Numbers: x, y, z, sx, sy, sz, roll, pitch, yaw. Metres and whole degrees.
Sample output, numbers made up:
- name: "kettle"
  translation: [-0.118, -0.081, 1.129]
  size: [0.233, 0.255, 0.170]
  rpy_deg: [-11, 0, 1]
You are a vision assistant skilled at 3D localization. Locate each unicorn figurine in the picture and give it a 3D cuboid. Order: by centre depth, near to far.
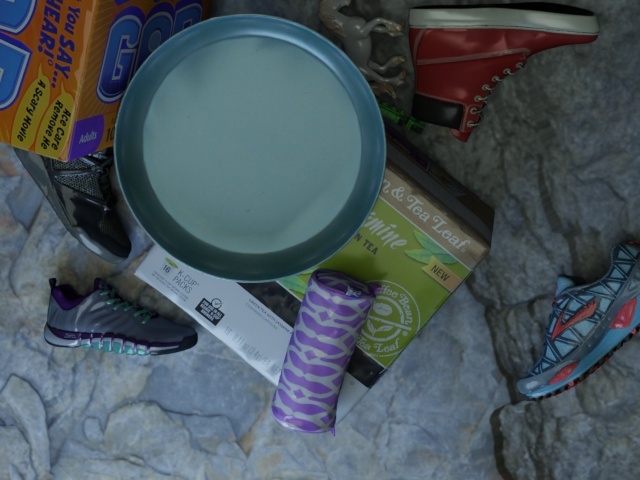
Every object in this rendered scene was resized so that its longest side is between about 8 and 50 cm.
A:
- name: "unicorn figurine"
  translation: [0.055, -0.260, 1.782]
  size: [0.111, 0.060, 0.162]
  rpy_deg: [-1, 103, 9]

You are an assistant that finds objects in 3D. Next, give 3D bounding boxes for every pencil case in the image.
- name: "pencil case"
  translation: [0.005, 0.133, 1.650]
  size: [0.088, 0.086, 0.206]
  rpy_deg: [11, 110, -22]

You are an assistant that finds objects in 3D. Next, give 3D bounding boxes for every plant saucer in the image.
- name: "plant saucer"
  translation: [-0.081, -0.108, 1.608]
  size: [0.318, 0.044, 0.317]
  rpy_deg: [1, 104, 2]

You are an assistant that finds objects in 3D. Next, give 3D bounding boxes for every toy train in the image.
- name: "toy train"
  translation: [0.101, -0.163, 1.810]
  size: [0.083, 0.023, 0.017]
  rpy_deg: [24, 120, -10]

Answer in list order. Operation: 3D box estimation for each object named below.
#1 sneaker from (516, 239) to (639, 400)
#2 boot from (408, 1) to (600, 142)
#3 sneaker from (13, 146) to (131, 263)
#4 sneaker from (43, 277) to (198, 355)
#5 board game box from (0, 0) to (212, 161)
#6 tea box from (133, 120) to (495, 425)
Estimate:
- name: "sneaker"
  translation: [0.348, 0.104, 1.822]
  size: [0.262, 0.104, 0.125]
  rpy_deg: [-44, 76, 12]
- name: "boot"
  translation: [0.235, -0.214, 1.755]
  size: [0.244, 0.088, 0.176]
  rpy_deg: [1, 104, 17]
- name: "sneaker"
  translation: [-0.306, -0.081, 1.869]
  size: [0.130, 0.087, 0.227]
  rpy_deg: [-31, 98, 14]
- name: "sneaker"
  translation: [-0.281, 0.104, 1.916]
  size: [0.224, 0.083, 0.098]
  rpy_deg: [3, 99, 9]
- name: "board game box"
  translation: [-0.351, -0.337, 1.649]
  size: [0.356, 0.356, 0.356]
  rpy_deg: [18, 107, 12]
- name: "tea box"
  translation: [0.000, 0.000, 1.772]
  size: [0.329, 0.220, 0.323]
  rpy_deg: [38, 106, -2]
